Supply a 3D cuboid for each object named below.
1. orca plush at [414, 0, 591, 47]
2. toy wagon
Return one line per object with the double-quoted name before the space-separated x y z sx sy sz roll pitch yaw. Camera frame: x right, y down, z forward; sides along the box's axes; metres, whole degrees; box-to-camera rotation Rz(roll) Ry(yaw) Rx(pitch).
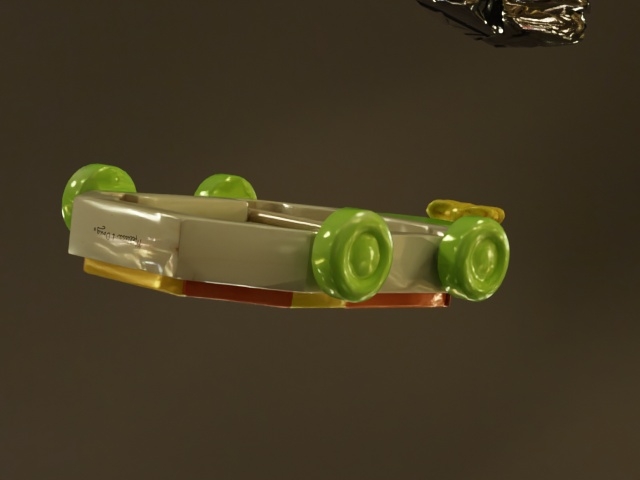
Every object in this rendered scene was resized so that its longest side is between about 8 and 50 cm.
"orca plush" 0.068 -0.193 0.387 0.151 0.102 0.287 18 -97 -28
"toy wagon" 0.000 0.000 1.134 0.344 0.267 0.068 3 -84 -46
